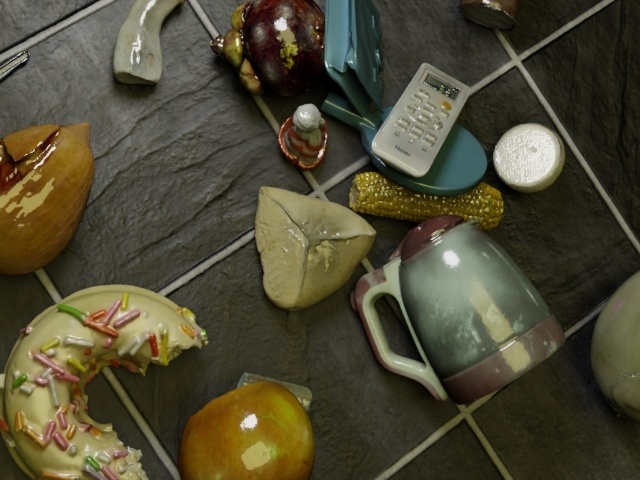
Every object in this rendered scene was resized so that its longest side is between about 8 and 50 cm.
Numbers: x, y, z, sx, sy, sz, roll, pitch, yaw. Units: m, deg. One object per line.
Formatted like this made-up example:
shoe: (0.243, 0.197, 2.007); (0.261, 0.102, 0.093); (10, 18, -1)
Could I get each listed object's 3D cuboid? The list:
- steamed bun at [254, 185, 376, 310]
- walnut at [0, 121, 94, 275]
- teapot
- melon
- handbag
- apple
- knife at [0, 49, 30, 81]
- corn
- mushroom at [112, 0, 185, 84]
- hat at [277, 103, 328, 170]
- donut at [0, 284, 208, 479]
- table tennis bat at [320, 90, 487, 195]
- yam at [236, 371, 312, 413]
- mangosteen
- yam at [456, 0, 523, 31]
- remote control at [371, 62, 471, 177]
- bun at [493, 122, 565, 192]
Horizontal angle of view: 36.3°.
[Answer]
steamed bun: (-0.017, 0.024, 1.746); (0.231, 0.110, 0.212); (15, 80, -9)
walnut: (-0.477, -0.080, 1.603); (0.203, 0.203, 0.298); (39, 74, -7)
teapot: (0.227, 0.124, 1.757); (0.315, 0.233, 0.312); (-32, 85, 12)
melon: (0.643, 0.194, 1.812); (0.268, 0.268, 0.330); (25, 98, -10)
handbag: (0.069, -0.357, 1.772); (0.062, 0.179, 0.229); (-10, 62, 22)
apple: (-0.122, 0.342, 1.616); (0.237, 0.237, 0.207); (3, 63, -14)
knife: (-0.557, -0.295, 1.696); (0.121, 0.018, 0.031); (-39, 95, -18)
corn: (0.208, -0.079, 1.823); (0.310, 0.101, 0.101); (9, 80, -11)
mushroom: (-0.306, -0.384, 1.742); (0.092, 0.081, 0.223); (15, 76, 7)
hat: (-0.023, -0.196, 1.746); (0.093, 0.162, 0.112); (5, 77, -11)
donut: (-0.367, 0.245, 1.602); (0.307, 0.150, 0.371); (21, 78, -11)
table tennis bat: (0.155, -0.189, 1.814); (0.329, 0.044, 0.215); (26, 48, 5)
yam: (-0.083, 0.271, 1.724); (0.132, 0.054, 0.054); (17, 79, -11)
mangosteen: (-0.090, -0.350, 1.752); (0.217, 0.192, 0.192); (-6, 83, 16)
yam: (0.360, -0.549, 1.914); (0.131, 0.131, 0.280); (22, 76, -11)
remote control: (0.185, -0.218, 1.794); (0.109, 0.055, 0.313); (30, 43, 3)
bun: (0.407, -0.151, 1.888); (0.138, 0.094, 0.138); (-8, 67, 19)
